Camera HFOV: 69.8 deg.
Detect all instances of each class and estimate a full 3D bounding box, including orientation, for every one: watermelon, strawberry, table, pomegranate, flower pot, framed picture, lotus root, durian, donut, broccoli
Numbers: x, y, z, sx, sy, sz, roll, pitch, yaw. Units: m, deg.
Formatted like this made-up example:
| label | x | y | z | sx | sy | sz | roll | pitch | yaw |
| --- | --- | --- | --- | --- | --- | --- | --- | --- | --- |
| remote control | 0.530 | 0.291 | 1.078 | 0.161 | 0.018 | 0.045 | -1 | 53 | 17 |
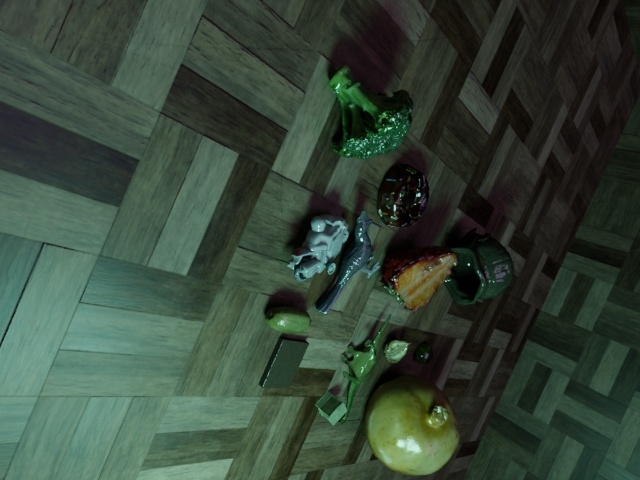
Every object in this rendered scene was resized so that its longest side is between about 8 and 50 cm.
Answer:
| label | x | y | z | sx | sy | sz | roll | pitch | yaw |
| --- | --- | --- | --- | --- | --- | --- | --- | --- | --- |
| watermelon | 0.485 | 0.530 | 2.124 | 0.105 | 0.062 | 0.105 | -16 | 115 | -40 |
| strawberry | 0.339 | 0.103 | 1.699 | 0.253 | 0.150 | 0.280 | 30 | 100 | -38 |
| table | 0.039 | 0.622 | 1.706 | 0.079 | 0.083 | 0.062 | -39 | 131 | -25 |
| pomegranate | 0.376 | 0.753 | 1.887 | 0.411 | 0.411 | 0.411 | -21 | 122 | -37 |
| flower pot | 0.644 | 0.107 | 1.934 | 0.213 | 0.302 | 0.301 | -17 | 121 | -25 |
| framed picture | -0.117 | 0.400 | 1.493 | 0.128 | 0.023 | 0.168 | 22 | 93 | -47 |
| lotus root | -0.088 | 0.245 | 1.400 | 0.183 | 0.090 | 0.077 | 23 | 64 | -50 |
| durian | 0.310 | 0.440 | 1.902 | 0.140 | 0.071 | 0.110 | -23 | 120 | -20 |
| donut | 0.297 | -0.148 | 1.601 | 0.235 | 0.089 | 0.235 | -20 | 120 | -39 |
| broccoli | 0.126 | -0.353 | 1.251 | 0.254 | 0.269 | 0.269 | -50 | 136 | -23 |

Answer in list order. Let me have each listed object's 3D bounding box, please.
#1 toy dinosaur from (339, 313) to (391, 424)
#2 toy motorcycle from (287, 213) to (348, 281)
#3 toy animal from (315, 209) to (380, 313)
| label | x | y | z | sx | sy | sz | roll | pitch | yaw |
| --- | --- | --- | --- | --- | --- | --- | --- | --- | --- |
| toy dinosaur | 0.178 | 0.511 | 1.794 | 0.447 | 0.087 | 0.301 | -46 | 134 | -10 |
| toy motorcycle | 0.000 | 0.000 | 1.356 | 0.260 | 0.110 | 0.170 | -42 | 136 | -35 |
| toy animal | 0.120 | 0.073 | 1.537 | 0.206 | 0.081 | 0.367 | 6 | 112 | -51 |
